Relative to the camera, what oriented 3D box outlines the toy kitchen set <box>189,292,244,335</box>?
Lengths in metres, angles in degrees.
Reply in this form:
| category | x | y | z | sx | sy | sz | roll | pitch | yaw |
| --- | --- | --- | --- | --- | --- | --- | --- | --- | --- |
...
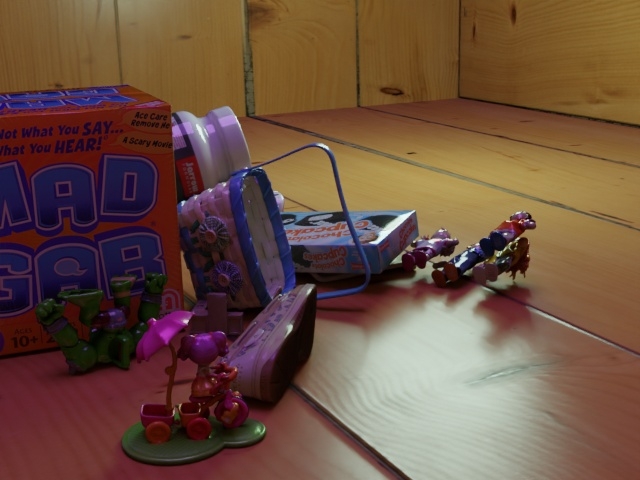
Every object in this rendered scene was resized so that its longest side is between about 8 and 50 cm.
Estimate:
| category | x | y | z | sx | sy | sz | roll | pitch | yaw |
| --- | --- | --- | --- | --- | --- | --- | --- | --- | --- |
| toy kitchen set | -0.159 | 0.105 | 1.525 | 0.083 | 0.068 | 0.075 | 1 | 15 | 6 |

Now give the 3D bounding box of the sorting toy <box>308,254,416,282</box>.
| category | x | y | z | sx | sy | sz | roll | pitch | yaw |
| --- | --- | --- | --- | --- | --- | --- | --- | --- | --- |
| sorting toy | 0.054 | 0.028 | 1.853 | 0.208 | 0.038 | 0.193 | -6 | 16 | -19 |

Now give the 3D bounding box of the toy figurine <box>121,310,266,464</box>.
| category | x | y | z | sx | sy | sz | roll | pitch | yaw |
| --- | --- | --- | --- | --- | --- | --- | --- | --- | --- |
| toy figurine | -0.152 | 0.161 | 1.143 | 0.173 | 0.159 | 0.130 | -2 | 15 | -6 |

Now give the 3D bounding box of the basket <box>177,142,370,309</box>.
| category | x | y | z | sx | sy | sz | roll | pitch | yaw |
| --- | --- | --- | --- | --- | --- | --- | --- | --- | --- |
| basket | -0.082 | -0.003 | 1.599 | 0.289 | 0.255 | 0.201 | -17 | 8 | 11 |

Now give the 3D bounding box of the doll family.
| category | x | y | z | sx | sy | sz | roll | pitch | yaw |
| --- | --- | --- | --- | --- | --- | --- | --- | --- | --- |
| doll family | 0.282 | 0.031 | 1.740 | 0.263 | 0.118 | 0.163 | -12 | 12 | 39 |

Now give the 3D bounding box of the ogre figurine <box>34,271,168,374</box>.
| category | x | y | z | sx | sy | sz | roll | pitch | yaw |
| --- | --- | --- | --- | --- | --- | --- | --- | --- | --- |
| ogre figurine | -0.307 | 0.120 | 1.390 | 0.096 | 0.118 | 0.197 | 3 | 14 | 30 |

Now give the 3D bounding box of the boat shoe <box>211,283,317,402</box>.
| category | x | y | z | sx | sy | sz | roll | pitch | yaw |
| --- | --- | --- | --- | --- | --- | --- | --- | --- | --- |
| boat shoe | -0.067 | 0.130 | 1.357 | 0.089 | 0.105 | 0.285 | 5 | 17 | 13 |

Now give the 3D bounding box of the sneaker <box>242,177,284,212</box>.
| category | x | y | z | sx | sy | sz | roll | pitch | yaw |
| --- | --- | --- | --- | --- | --- | --- | --- | --- | --- |
| sneaker | -0.164 | -0.090 | 2.177 | 0.104 | 0.095 | 0.236 | 2 | 14 | -22 |

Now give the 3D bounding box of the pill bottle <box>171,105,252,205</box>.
| category | x | y | z | sx | sy | sz | roll | pitch | yaw |
| --- | --- | --- | --- | --- | --- | --- | --- | --- | --- |
| pill bottle | -0.349 | -0.164 | 2.136 | 0.362 | 0.210 | 0.210 | -20 | 19 | -13 |

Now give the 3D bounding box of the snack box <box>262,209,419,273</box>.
| category | x | y | z | sx | sy | sz | roll | pitch | yaw |
| --- | --- | --- | --- | --- | --- | --- | --- | --- | --- |
| snack box | 0.000 | 0.000 | 1.799 | 0.321 | 0.060 | 0.187 | 0 | 21 | 28 |

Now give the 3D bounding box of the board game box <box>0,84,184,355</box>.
| category | x | y | z | sx | sy | sz | roll | pitch | yaw |
| --- | --- | --- | --- | --- | --- | --- | --- | --- | --- |
| board game box | -0.442 | -0.051 | 1.572 | 0.356 | 0.357 | 0.356 | -7 | 16 | -20 |
